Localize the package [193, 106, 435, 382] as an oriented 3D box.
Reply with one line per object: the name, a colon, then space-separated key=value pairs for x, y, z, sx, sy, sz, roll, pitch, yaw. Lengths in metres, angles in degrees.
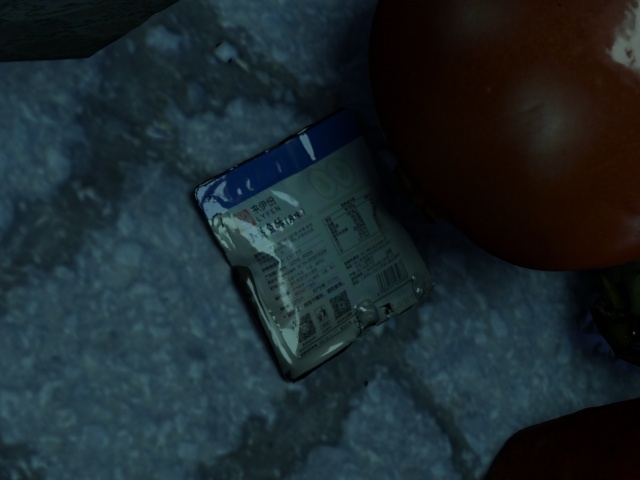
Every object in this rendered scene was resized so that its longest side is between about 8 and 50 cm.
package: x=0.000 y=0.000 z=1.342 sx=0.171 sy=0.027 sz=0.173 roll=-30 pitch=96 yaw=-32

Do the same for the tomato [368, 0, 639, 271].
tomato: x=0.197 y=-0.137 z=1.333 sx=0.321 sy=0.321 sz=0.322 roll=9 pitch=74 yaw=-33

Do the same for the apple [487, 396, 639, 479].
apple: x=0.307 y=0.301 z=1.425 sx=0.328 sy=0.295 sz=0.365 roll=-4 pitch=77 yaw=3

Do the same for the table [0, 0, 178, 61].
table: x=-0.274 y=-0.271 z=1.099 sx=0.335 sy=0.222 sz=0.272 roll=-7 pitch=82 yaw=-36

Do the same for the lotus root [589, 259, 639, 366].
lotus root: x=0.337 y=-0.027 z=1.490 sx=0.173 sy=0.173 sz=0.309 roll=25 pitch=67 yaw=-27
